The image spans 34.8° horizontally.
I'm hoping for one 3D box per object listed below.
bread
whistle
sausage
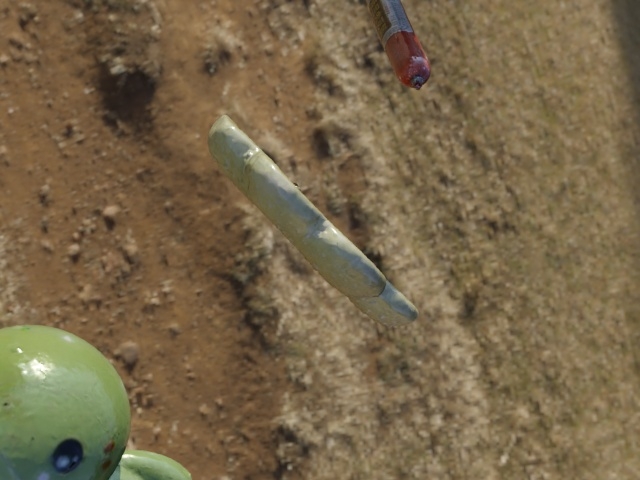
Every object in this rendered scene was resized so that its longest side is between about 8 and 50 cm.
[{"bbox_3d":[0.000,0.000,0.845,0.182,0.039,0.251,48,2,34],"label":"bread"},{"bbox_3d":[-0.142,0.170,0.601,0.294,0.141,0.141,61,37,-12],"label":"whistle"},{"bbox_3d":[0.064,-0.204,0.933,0.034,0.034,0.253,46,18,-35],"label":"sausage"}]
